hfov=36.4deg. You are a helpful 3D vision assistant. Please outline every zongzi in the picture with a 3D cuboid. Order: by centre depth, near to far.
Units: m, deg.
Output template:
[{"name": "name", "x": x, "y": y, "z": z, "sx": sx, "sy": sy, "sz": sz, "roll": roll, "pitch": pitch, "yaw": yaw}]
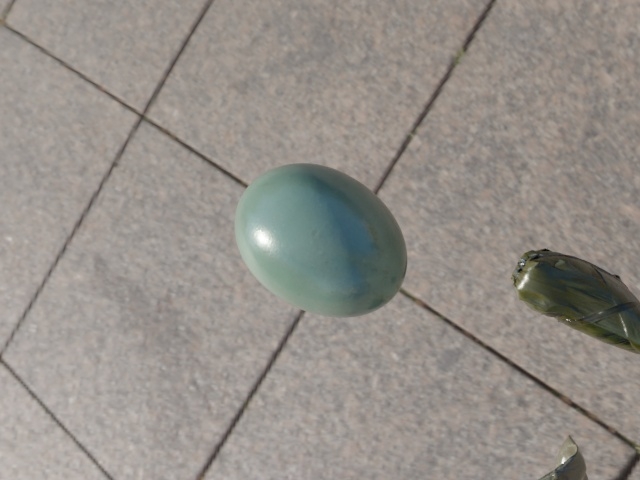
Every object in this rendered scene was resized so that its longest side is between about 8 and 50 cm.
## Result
[{"name": "zongzi", "x": 0.499, "y": 0.125, "z": 1.804, "sx": 0.125, "sy": 0.251, "sz": 0.274, "roll": -66, "pitch": 22, "yaw": 18}]

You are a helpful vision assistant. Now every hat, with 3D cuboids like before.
[{"name": "hat", "x": 0.469, "y": 0.488, "z": 1.859, "sx": 0.166, "sy": 0.144, "sz": 0.173, "roll": -41, "pitch": 97, "yaw": -1}]

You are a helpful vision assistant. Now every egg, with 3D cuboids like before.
[{"name": "egg", "x": 0.000, "y": 0.000, "z": 1.153, "sx": 0.231, "sy": 0.168, "sz": 0.168, "roll": 31, "pitch": 94, "yaw": 30}]
